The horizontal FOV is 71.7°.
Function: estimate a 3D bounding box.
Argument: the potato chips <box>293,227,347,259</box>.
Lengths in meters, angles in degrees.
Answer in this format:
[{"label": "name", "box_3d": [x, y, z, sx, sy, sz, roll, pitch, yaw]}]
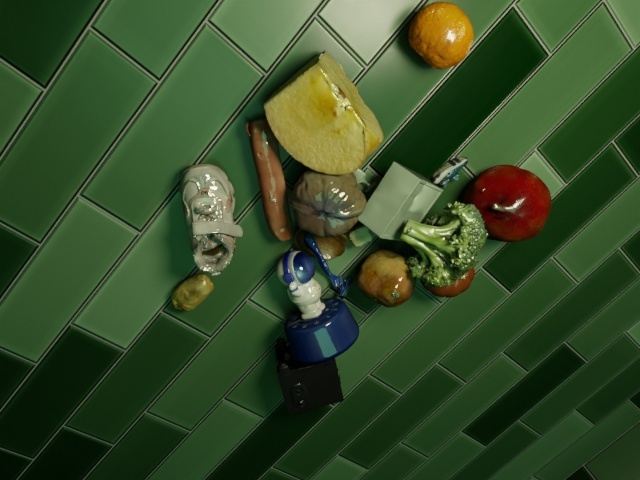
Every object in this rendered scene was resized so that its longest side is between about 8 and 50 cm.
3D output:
[{"label": "potato chips", "box_3d": [0.000, 0.000, 1.585, 0.202, 0.049, 0.150, 16, 133, -17]}]

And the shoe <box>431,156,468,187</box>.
[{"label": "shoe", "box_3d": [0.461, -0.238, 1.559, 0.143, 0.064, 0.071, -41, 115, 12]}]

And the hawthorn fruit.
[{"label": "hawthorn fruit", "box_3d": [0.643, -0.123, 1.517, 0.295, 0.311, 0.294, 0, 95, -5]}]

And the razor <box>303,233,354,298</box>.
[{"label": "razor", "box_3d": [0.014, 0.084, 1.604, 0.324, 0.056, 0.093, 53, 56, -37]}]

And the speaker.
[{"label": "speaker", "box_3d": [-0.045, 0.519, 1.756, 0.232, 0.184, 0.253, -12, 118, -5]}]

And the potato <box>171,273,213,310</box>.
[{"label": "potato", "box_3d": [-0.456, 0.186, 1.574, 0.170, 0.080, 0.107, -36, 129, 5]}]

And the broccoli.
[{"label": "broccoli", "box_3d": [0.403, 0.015, 1.461, 0.288, 0.260, 0.235, -65, 152, -11]}]

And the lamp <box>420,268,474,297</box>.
[{"label": "lamp", "box_3d": [0.464, 0.102, 1.649, 0.223, 0.196, 0.223, 4, 76, -15]}]

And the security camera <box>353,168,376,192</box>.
[{"label": "security camera", "box_3d": [0.142, -0.212, 1.523, 0.092, 0.058, 0.058, 43, 101, -13]}]

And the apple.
[{"label": "apple", "box_3d": [0.029, -0.364, 1.298, 0.314, 0.252, 0.309, -47, 114, -16]}]

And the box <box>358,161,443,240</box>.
[{"label": "box", "box_3d": [0.268, -0.124, 1.492, 0.225, 0.117, 0.225, 6, 121, -57]}]

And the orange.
[{"label": "orange", "box_3d": [0.354, -0.602, 1.296, 0.193, 0.193, 0.161, 32, 101, -23]}]

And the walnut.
[{"label": "walnut", "box_3d": [0.022, -0.135, 1.432, 0.249, 0.248, 0.248, -4, 116, -9]}]

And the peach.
[{"label": "peach", "box_3d": [0.241, 0.143, 1.606, 0.214, 0.235, 0.214, -2, 106, -9]}]

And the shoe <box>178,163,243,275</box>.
[{"label": "shoe", "box_3d": [-0.344, -0.064, 1.408, 0.172, 0.198, 0.350, -13, 118, -7]}]

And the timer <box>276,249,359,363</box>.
[{"label": "timer", "box_3d": [-0.044, 0.215, 1.593, 0.271, 0.270, 0.383, -22, 105, 0]}]

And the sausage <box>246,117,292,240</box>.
[{"label": "sausage", "box_3d": [-0.159, -0.186, 1.445, 0.094, 0.094, 0.418, 8, 122, 28]}]

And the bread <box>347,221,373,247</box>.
[{"label": "bread", "box_3d": [0.139, -0.027, 1.592, 0.083, 0.070, 0.076, -27, 118, 1]}]
